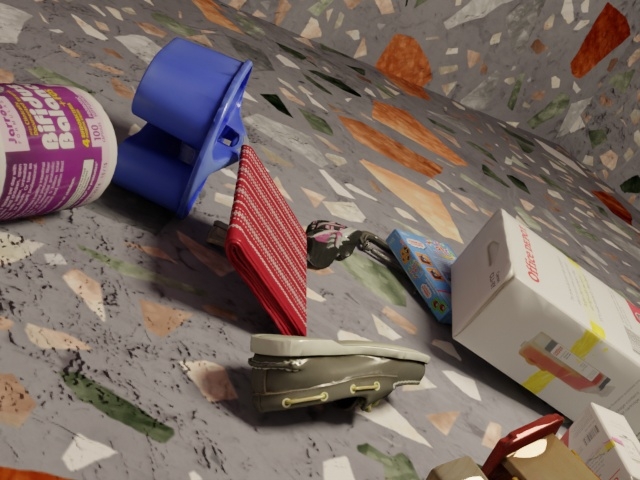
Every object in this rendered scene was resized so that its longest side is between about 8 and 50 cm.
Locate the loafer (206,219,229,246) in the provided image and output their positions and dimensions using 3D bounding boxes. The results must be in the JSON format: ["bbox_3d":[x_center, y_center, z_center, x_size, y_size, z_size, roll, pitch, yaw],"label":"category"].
[{"bbox_3d":[-0.117,0.015,1.339,0.125,0.039,0.045,31,-12,-8],"label":"loafer"}]

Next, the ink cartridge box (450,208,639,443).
[{"bbox_3d":[0.418,0.153,1.497,0.385,0.160,0.279,35,24,-9],"label":"ink cartridge box"}]

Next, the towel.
[{"bbox_3d":[-0.075,0.000,1.252,0.199,0.031,0.275,59,16,-30],"label":"towel"}]

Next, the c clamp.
[{"bbox_3d":[0.134,0.033,1.635,0.161,0.022,0.137,35,22,9],"label":"c clamp"}]

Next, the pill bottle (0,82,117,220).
[{"bbox_3d":[-0.401,-0.106,1.042,0.169,0.169,0.301,37,23,15],"label":"pill bottle"}]

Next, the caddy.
[{"bbox_3d":[-0.197,-0.177,1.369,0.179,0.241,0.341,24,23,-7],"label":"caddy"}]

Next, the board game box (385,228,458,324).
[{"bbox_3d":[0.230,0.074,1.612,0.160,0.039,0.211,14,35,-41],"label":"board game box"}]

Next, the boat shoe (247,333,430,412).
[{"bbox_3d":[0.029,0.173,1.106,0.109,0.091,0.305,0,-8,44],"label":"boat shoe"}]

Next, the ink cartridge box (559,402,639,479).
[{"bbox_3d":[0.401,0.336,1.201,0.067,0.115,0.198,25,23,-15],"label":"ink cartridge box"}]

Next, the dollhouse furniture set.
[{"bbox_3d":[0.175,0.344,0.906,0.374,0.152,0.201,-11,44,-35],"label":"dollhouse furniture set"}]

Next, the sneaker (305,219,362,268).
[{"bbox_3d":[0.000,0.000,1.494,0.077,0.072,0.178,26,11,21],"label":"sneaker"}]
